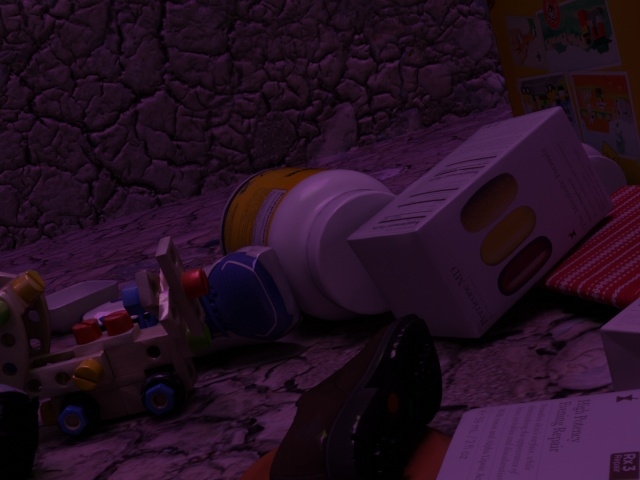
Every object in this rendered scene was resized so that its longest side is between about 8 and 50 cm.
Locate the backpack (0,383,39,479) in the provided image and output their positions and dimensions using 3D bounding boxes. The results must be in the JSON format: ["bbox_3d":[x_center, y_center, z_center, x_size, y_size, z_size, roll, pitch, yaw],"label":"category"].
[{"bbox_3d":[-0.344,0.190,0.870,0.115,0.151,0.182,14,4,13],"label":"backpack"}]

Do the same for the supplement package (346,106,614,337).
[{"bbox_3d":[0.176,-0.019,1.013,0.244,0.139,0.134,-40,15,-26],"label":"supplement package"}]

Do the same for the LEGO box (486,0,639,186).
[{"bbox_3d":[0.447,-0.253,1.318,0.193,0.372,0.500,-18,12,-10],"label":"LEGO box"}]

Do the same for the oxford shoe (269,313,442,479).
[{"bbox_3d":[0.027,0.116,0.684,0.096,0.082,0.227,-15,10,28],"label":"oxford shoe"}]

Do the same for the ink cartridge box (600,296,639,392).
[{"bbox_3d":[0.330,0.060,0.741,0.198,0.067,0.115,-28,16,-36],"label":"ink cartridge box"}]

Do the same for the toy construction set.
[{"bbox_3d":[-0.247,0.098,0.997,0.328,0.215,0.151,-11,13,22],"label":"toy construction set"}]

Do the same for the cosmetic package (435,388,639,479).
[{"bbox_3d":[0.191,0.140,0.521,0.231,0.085,0.117,-13,12,21],"label":"cosmetic package"}]

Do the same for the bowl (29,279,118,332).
[{"bbox_3d":[-0.420,0.114,1.571,0.142,0.053,0.142,-26,15,-39],"label":"bowl"}]

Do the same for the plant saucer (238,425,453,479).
[{"bbox_3d":[0.015,0.182,0.684,0.200,0.037,0.200,-15,11,3],"label":"plant saucer"}]

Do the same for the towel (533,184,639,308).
[{"bbox_3d":[0.326,0.003,0.964,0.199,0.031,0.275,-32,11,-11],"label":"towel"}]

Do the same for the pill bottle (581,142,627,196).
[{"bbox_3d":[0.322,-0.076,1.272,0.124,0.124,0.221,-18,12,-8],"label":"pill bottle"}]

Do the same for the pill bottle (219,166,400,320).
[{"bbox_3d":[0.000,0.000,1.192,0.188,0.187,0.334,-20,12,-19],"label":"pill bottle"}]

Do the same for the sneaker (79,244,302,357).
[{"bbox_3d":[-0.180,0.110,1.127,0.316,0.127,0.182,-14,13,47],"label":"sneaker"}]
